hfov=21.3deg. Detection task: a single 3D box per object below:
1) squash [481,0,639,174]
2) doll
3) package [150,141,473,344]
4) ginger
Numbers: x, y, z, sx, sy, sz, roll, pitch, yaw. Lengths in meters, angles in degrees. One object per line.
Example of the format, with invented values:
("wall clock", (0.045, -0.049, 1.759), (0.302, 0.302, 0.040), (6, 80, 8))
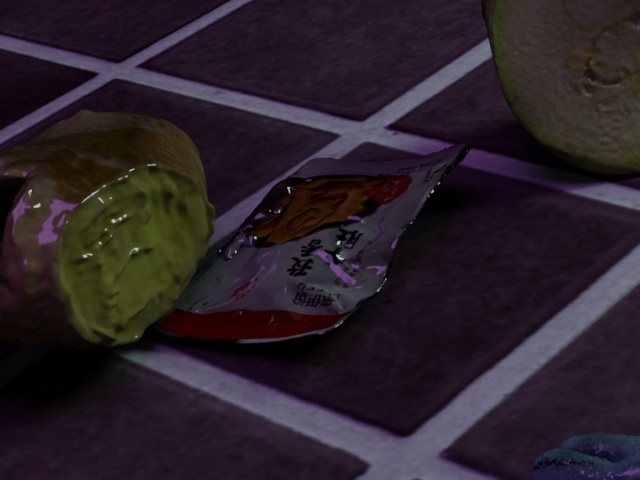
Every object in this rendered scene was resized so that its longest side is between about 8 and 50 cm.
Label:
("squash", (0.221, -0.174, 1.238), (0.220, 0.220, 0.133), (-6, 27, 10))
("doll", (0.198, 0.114, 0.889), (0.179, 0.075, 0.120), (12, 28, 35))
("package", (0.000, 0.000, 1.203), (0.154, 0.030, 0.239), (-2, 34, 35))
("ginger", (-0.187, -0.014, 1.180), (0.221, 0.130, 0.275), (20, 21, 37))
